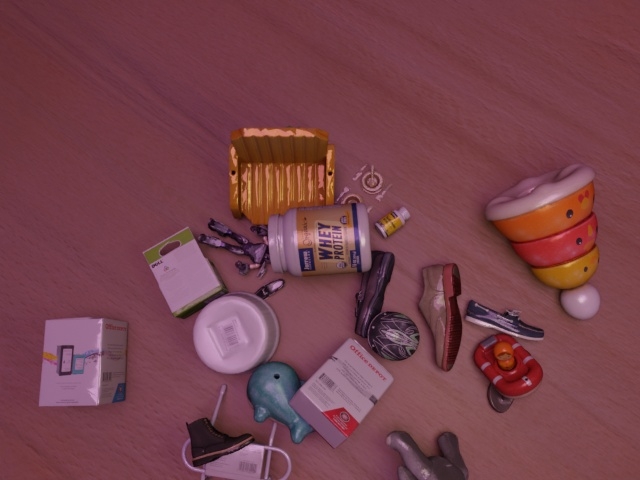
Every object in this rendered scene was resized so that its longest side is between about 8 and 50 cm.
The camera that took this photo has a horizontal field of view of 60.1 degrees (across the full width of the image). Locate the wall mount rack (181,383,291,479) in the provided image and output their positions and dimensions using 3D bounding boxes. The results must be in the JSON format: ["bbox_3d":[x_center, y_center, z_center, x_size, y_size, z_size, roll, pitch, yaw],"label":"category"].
[{"bbox_3d":[-0.250,0.635,1.767,0.349,0.130,0.304,8,83,5],"label":"wall mount rack"}]

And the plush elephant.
[{"bbox_3d":[0.319,0.765,1.650,0.255,0.271,0.330,-60,40,27],"label":"plush elephant"}]

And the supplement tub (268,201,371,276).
[{"bbox_3d":[0.000,0.000,1.791,0.316,0.228,0.228,-5,78,3],"label":"supplement tub"}]

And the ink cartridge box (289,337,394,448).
[{"bbox_3d":[0.069,0.465,1.711,0.197,0.114,0.273,43,48,11],"label":"ink cartridge box"}]

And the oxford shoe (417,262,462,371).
[{"bbox_3d":[0.389,0.250,1.817,0.130,0.123,0.348,-2,78,31],"label":"oxford shoe"}]

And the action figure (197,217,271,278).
[{"bbox_3d":[-0.269,0.022,1.904,0.285,0.099,0.185,21,71,4],"label":"action figure"}]

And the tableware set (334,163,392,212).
[{"bbox_3d":[0.148,-0.169,1.940,0.128,0.039,0.194,40,84,11],"label":"tableware set"}]

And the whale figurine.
[{"bbox_3d":[-0.114,0.497,1.733,0.216,0.141,0.272,-24,55,-31],"label":"whale figurine"}]

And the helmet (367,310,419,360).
[{"bbox_3d":[0.232,0.305,1.768,0.169,0.161,0.170,0,81,-1],"label":"helmet"}]

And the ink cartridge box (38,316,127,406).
[{"bbox_3d":[-0.767,0.395,1.812,0.197,0.198,0.270,-2,77,4],"label":"ink cartridge box"}]

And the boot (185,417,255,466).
[{"bbox_3d":[-0.312,0.588,1.683,0.197,0.077,0.137,-20,70,-2],"label":"boot"}]

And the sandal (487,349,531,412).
[{"bbox_3d":[0.611,0.445,1.769,0.090,0.060,0.219,35,83,10],"label":"sandal"}]

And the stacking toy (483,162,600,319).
[{"bbox_3d":[0.770,0.028,1.763,0.350,0.350,0.480,-27,96,-1],"label":"stacking toy"}]

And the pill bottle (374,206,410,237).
[{"bbox_3d":[0.249,-0.065,1.898,0.116,0.065,0.065,-36,78,-4],"label":"pill bottle"}]

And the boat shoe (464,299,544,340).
[{"bbox_3d":[0.601,0.258,1.795,0.254,0.095,0.079,16,91,16],"label":"boat shoe"}]

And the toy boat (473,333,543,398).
[{"bbox_3d":[0.572,0.368,1.701,0.151,0.151,0.231,-33,39,-3],"label":"toy boat"}]

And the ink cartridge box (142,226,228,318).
[{"bbox_3d":[-0.462,0.111,1.900,0.188,0.097,0.255,-30,76,-2],"label":"ink cartridge box"}]

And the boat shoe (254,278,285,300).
[{"bbox_3d":[-0.178,0.170,1.895,0.125,0.038,0.046,-26,79,-1],"label":"boat shoe"}]

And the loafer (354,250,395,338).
[{"bbox_3d":[0.163,0.175,1.849,0.095,0.109,0.303,13,73,26],"label":"loafer"}]

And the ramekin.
[{"bbox_3d":[-0.282,0.306,1.813,0.277,0.135,0.277,-1,84,7],"label":"ramekin"}]

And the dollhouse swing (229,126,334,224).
[{"bbox_3d":[-0.125,-0.193,1.780,0.346,0.305,0.315,1,97,-2],"label":"dollhouse swing"}]

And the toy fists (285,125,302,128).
[{"bbox_3d":[-0.155,-0.321,1.966,0.279,0.096,0.142,-18,77,2],"label":"toy fists"}]
